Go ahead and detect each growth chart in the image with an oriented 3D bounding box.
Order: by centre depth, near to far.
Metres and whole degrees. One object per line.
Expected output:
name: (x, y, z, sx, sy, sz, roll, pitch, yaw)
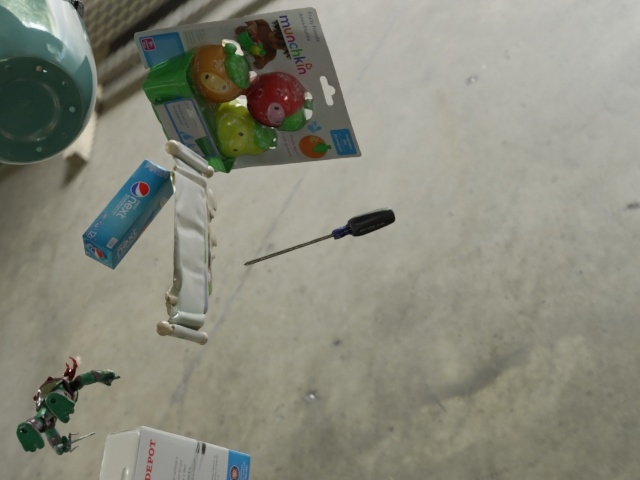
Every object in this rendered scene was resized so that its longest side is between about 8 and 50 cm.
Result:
growth chart: (-0.146, 0.005, 1.057, 0.021, 0.172, 0.237, -4, 74, 9)

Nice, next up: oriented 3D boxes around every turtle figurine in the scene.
turtle figurine: (-0.460, 0.299, 1.677, 0.175, 0.118, 0.234, -63, -2, 4)

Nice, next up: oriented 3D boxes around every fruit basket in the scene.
fruit basket: (-0.133, -0.253, 1.697, 0.353, 0.327, 0.165, 1, 44, 23)

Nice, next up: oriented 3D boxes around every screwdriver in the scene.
screwdriver: (0.000, 0.000, 0.986, 0.169, 0.025, 0.024, -21, 65, -5)

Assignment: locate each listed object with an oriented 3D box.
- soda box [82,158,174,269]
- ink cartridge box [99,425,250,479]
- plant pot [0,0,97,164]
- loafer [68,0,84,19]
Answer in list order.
soda box: (-0.360, -0.051, 1.761, 0.067, 0.071, 0.210, 28, 58, 9)
ink cartridge box: (-0.201, 0.351, 1.276, 0.086, 0.203, 0.148, -18, 57, 40)
plant pot: (-0.503, -0.259, 1.540, 0.293, 0.293, 0.235, -45, 40, 8)
loafer: (-0.584, -0.527, 2.076, 0.061, 0.170, 0.062, 10, 86, 6)
